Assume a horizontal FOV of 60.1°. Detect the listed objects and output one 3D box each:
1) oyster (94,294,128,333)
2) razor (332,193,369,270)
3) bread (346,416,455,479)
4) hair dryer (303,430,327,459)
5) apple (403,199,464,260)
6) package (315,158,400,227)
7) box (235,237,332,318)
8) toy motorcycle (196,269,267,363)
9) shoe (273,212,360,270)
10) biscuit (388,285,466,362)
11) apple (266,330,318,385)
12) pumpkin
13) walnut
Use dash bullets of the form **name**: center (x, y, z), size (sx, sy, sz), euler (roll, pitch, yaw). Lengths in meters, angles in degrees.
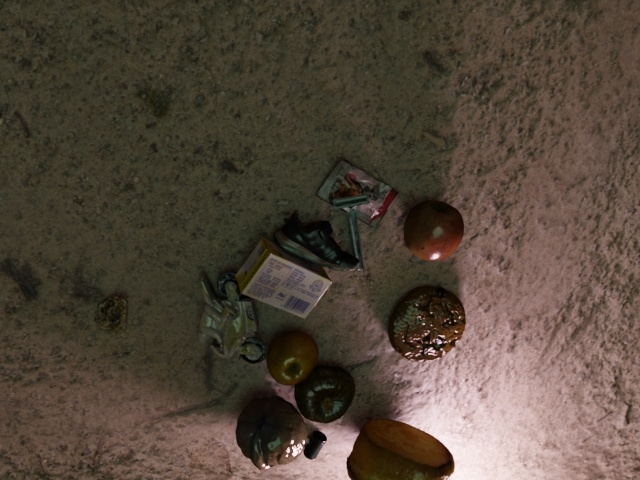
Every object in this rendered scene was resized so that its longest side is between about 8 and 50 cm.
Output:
- **oyster**: center (-0.677, 0.236, 1.786), size (0.108, 0.053, 0.165), euler (15, 115, -2)
- **razor**: center (0.111, -0.024, 1.790), size (0.111, 0.056, 0.278), euler (-11, 124, -1)
- **bread**: center (0.294, 0.805, 1.961), size (0.398, 0.398, 0.215), euler (14, 96, -13)
- **hair dryer**: center (-0.083, 0.735, 2.060), size (0.198, 0.057, 0.100), euler (28, 104, -8)
- **apple**: center (0.358, -0.030, 1.762), size (0.188, 0.188, 0.174), euler (9, 119, -11)
- **package**: center (0.122, -0.149, 1.762), size (0.239, 0.030, 0.154), euler (26, 115, -21)
- **box**: center (-0.115, 0.124, 1.759), size (0.265, 0.097, 0.168), euler (26, 106, -34)
- **toy motorcycle**: center (-0.310, 0.264, 1.817), size (0.223, 0.108, 0.340), euler (-11, 106, 6)
- **shoe**: center (0.000, 0.000, 1.764), size (0.291, 0.114, 0.137), euler (24, 104, -10)
- **biscuit**: center (0.377, 0.302, 1.945), size (0.296, 0.075, 0.296), euler (-3, 110, -8)
- **apple**: center (-0.096, 0.399, 1.869), size (0.182, 0.155, 0.182), euler (-1, 106, -2)
- **pumpkin**: center (0.011, 0.546, 1.939), size (0.219, 0.162, 0.219), euler (-4, 113, -10)
- **walnut**: center (-0.170, 0.667, 1.922), size (0.248, 0.248, 0.248), euler (-3, 110, -7)
